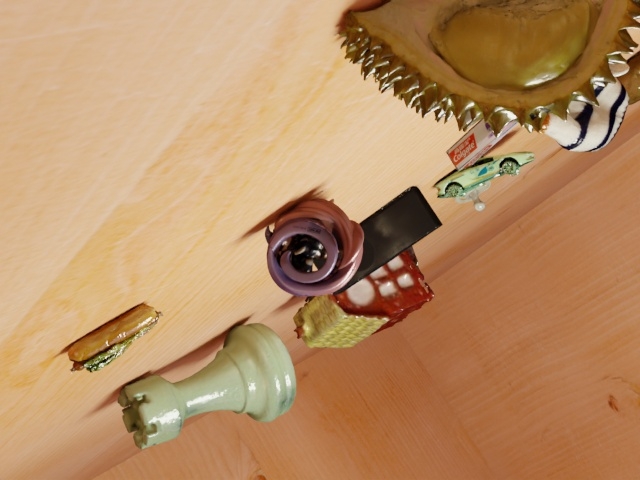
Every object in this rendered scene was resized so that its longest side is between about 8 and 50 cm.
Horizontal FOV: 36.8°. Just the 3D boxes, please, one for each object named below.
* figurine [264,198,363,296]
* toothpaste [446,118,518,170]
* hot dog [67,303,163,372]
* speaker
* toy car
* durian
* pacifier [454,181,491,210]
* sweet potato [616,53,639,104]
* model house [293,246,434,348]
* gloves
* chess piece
[{"bbox_3d":[-0.001,-0.007,1.230,0.157,0.126,0.114,-62,157,-56],"label":"figurine"},{"bbox_3d":[0.263,-0.171,1.429,0.047,0.040,0.196,-23,168,-38],"label":"toothpaste"},{"bbox_3d":[-0.256,0.125,1.204,0.133,0.041,0.056,-31,170,-15],"label":"hot dog"},{"bbox_3d":[0.094,0.002,1.636,0.218,0.082,0.044,-34,172,17],"label":"speaker"},{"bbox_3d":[0.291,-0.124,1.717,0.186,0.058,0.093,-23,175,19],"label":"toy car"},{"bbox_3d":[0.173,-0.189,0.785,0.306,0.166,0.172,-28,-158,7],"label":"durian"},{"bbox_3d":[0.311,-0.090,1.948,0.068,0.064,0.083,5,144,-47],"label":"pacifier"},{"bbox_3d":[0.559,-0.281,1.762,0.075,0.074,0.269,-25,171,-43],"label":"sweet potato"},{"bbox_3d":[0.071,0.123,1.950,0.254,0.160,0.196,-26,170,-31],"label":"model house"},{"bbox_3d":[0.329,-0.206,1.278,0.140,0.131,0.219,-44,133,17],"label":"gloves"},{"bbox_3d":[-0.214,0.280,1.790,0.299,0.194,0.194,-16,163,-32],"label":"chess piece"}]
